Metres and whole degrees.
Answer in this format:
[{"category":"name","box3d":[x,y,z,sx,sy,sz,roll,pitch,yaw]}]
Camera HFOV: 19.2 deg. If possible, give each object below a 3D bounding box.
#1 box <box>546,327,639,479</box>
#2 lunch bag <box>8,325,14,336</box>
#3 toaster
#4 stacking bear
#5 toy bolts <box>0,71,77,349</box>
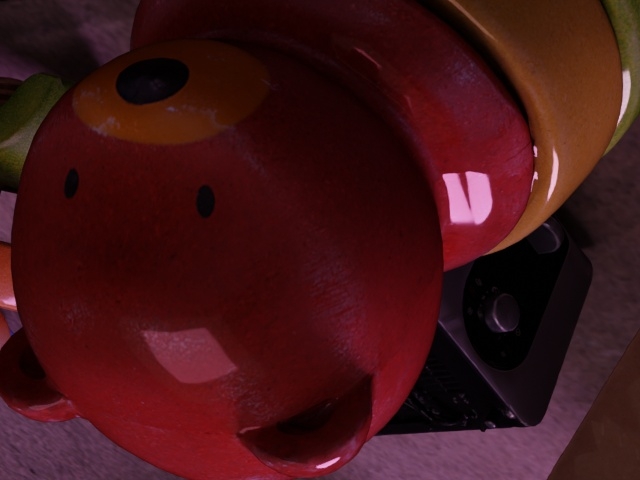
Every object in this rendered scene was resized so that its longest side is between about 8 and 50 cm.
[{"category":"box","box3d":[0.185,0.083,0.600,0.201,0.021,0.164,39,122,22]},{"category":"lunch bag","box3d":[-0.291,0.059,1.124,0.176,0.090,0.219,36,147,-10]},{"category":"toaster","box3d":[0.000,0.000,0.792,0.185,0.110,0.168,-10,129,45]},{"category":"stacking bear","box3d":[0.016,-0.061,0.530,0.175,0.289,0.164,14,144,25]},{"category":"toy bolts","box3d":[-0.240,-0.023,0.851,0.228,0.158,0.218,12,174,30]}]
